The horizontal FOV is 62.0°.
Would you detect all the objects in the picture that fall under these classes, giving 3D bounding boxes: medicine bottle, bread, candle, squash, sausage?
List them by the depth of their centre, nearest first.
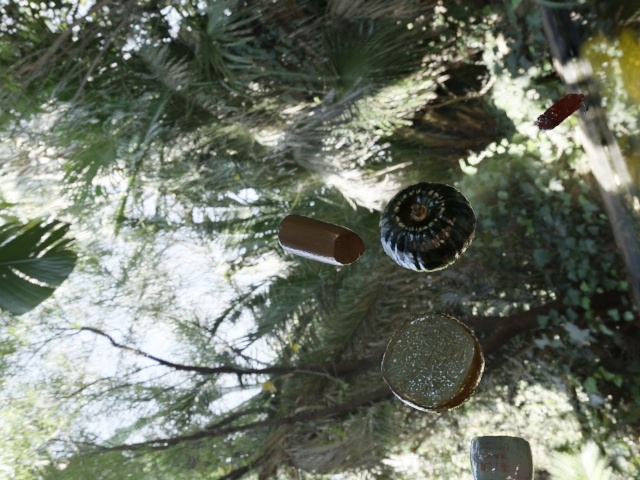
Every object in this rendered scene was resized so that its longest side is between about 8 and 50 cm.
[{"bbox_3d":[0.483,-0.256,1.043,0.048,0.162,0.053,40,145,25],"label":"candle"},{"bbox_3d":[0.239,-0.032,1.198,0.218,0.218,0.173,-77,-31,-54],"label":"squash"},{"bbox_3d":[0.259,0.281,1.229,0.070,0.236,0.236,35,-139,-51],"label":"bread"},{"bbox_3d":[0.431,0.548,1.266,0.147,0.147,0.143,46,-136,-48],"label":"medicine bottle"},{"bbox_3d":[0.000,0.000,1.595,0.123,0.252,0.123,-20,-64,-47],"label":"sausage"}]
